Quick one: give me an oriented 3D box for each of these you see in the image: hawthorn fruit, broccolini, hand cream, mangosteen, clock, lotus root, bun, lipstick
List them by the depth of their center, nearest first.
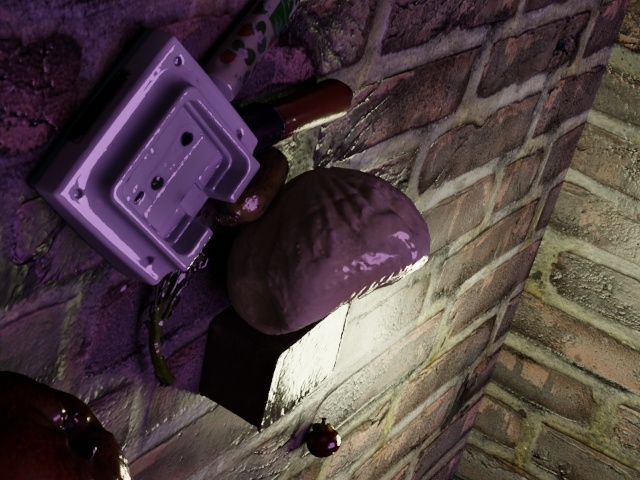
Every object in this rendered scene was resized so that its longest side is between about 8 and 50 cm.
[{"bbox_3d":[-0.406,0.347,1.498,0.369,0.285,0.285,-57,159,8],"label":"hawthorn fruit"},{"bbox_3d":[-0.208,-0.099,1.559,0.262,0.116,0.231,-57,142,-16],"label":"clock"},{"bbox_3d":[-0.094,-0.293,1.738,0.276,0.059,0.095,-57,159,-26],"label":"hand cream"},{"bbox_3d":[-0.224,0.106,1.880,0.123,0.062,0.271,-22,130,-38],"label":"broccolini"},{"bbox_3d":[-0.108,-0.090,1.882,0.179,0.089,0.080,-55,173,-38],"label":"lotus root"},{"bbox_3d":[-0.064,-0.188,1.888,0.418,0.077,0.077,-30,141,-56],"label":"lipstick"},{"bbox_3d":[0.000,0.000,1.997,0.349,0.227,0.352,-25,-179,34],"label":"bun"},{"bbox_3d":[0.005,0.454,2.754,0.081,0.081,0.081,-48,153,-34],"label":"mangosteen"}]

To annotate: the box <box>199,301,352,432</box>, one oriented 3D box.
[{"bbox_3d":[-0.078,0.193,2.192,0.273,0.143,0.184,-34,144,-51],"label":"box"}]
